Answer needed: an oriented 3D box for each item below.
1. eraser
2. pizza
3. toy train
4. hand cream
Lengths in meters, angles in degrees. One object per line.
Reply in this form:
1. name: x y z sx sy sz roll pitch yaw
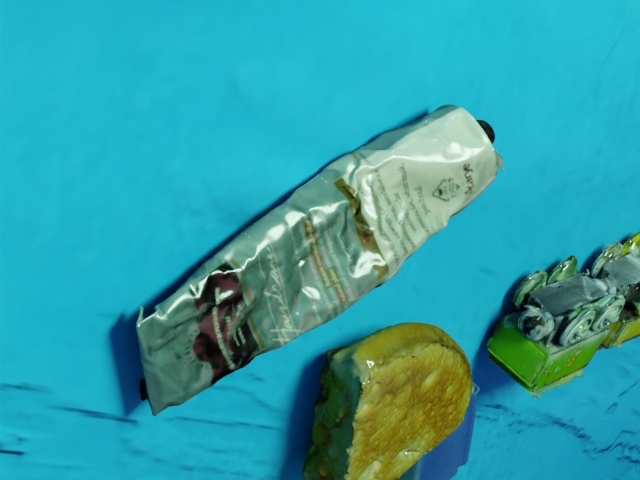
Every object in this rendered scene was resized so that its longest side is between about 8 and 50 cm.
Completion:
1. eraser: 0.077 0.136 1.274 0.063 0.027 0.084 -36 148 -30
2. pizza: 0.031 0.104 1.144 0.134 0.046 0.175 -53 153 -5
3. toy train: 0.192 0.049 1.328 0.202 0.060 0.081 -17 142 -51
4. hand cream: 0.000 0.000 0.987 0.248 0.052 0.075 -33 124 -25
